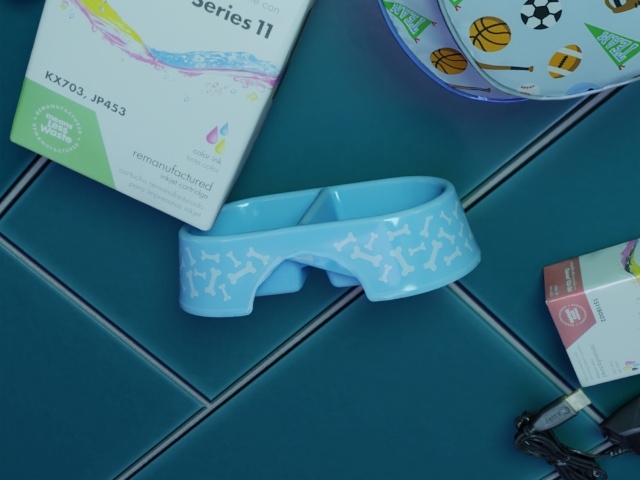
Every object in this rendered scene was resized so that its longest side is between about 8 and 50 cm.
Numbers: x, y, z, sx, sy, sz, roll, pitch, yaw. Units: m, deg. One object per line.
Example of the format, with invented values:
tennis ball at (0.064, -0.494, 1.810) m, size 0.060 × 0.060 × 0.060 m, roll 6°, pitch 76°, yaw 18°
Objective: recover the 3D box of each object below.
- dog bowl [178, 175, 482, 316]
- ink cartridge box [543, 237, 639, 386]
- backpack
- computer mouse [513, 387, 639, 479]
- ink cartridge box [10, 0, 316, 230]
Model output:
dog bowl at (0.000, 0.000, 0.892) m, size 0.297 × 0.166 × 0.074 m, roll -6°, pitch 107°, yaw 14°
ink cartridge box at (0.331, 0.059, 0.914) m, size 0.198 × 0.067 × 0.115 m, roll -19°, pitch 115°, yaw 20°
backpack at (0.169, -0.224, 0.705) m, size 0.263 × 0.213 × 0.277 m, roll -16°, pitch 120°, yaw 31°
computer mouse at (0.328, 0.172, 0.973) m, size 0.184 × 0.060 × 0.262 m, roll 31°, pitch 132°, yaw -34°
ink cartridge box at (-0.115, -0.209, 0.805) m, size 0.207 × 0.119 × 0.353 m, roll 24°, pitch 121°, yaw -4°
